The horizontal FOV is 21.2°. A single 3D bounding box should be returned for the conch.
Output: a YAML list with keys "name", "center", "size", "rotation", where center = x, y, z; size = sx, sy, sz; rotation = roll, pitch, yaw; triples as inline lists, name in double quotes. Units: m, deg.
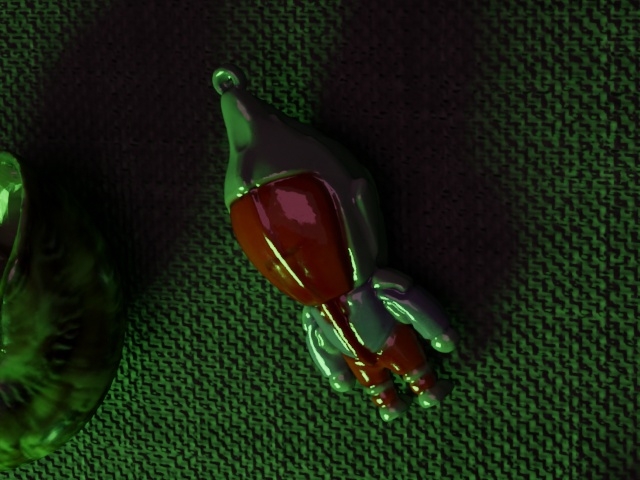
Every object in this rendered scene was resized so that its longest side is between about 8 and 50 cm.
- name: "conch"
  center: [-0.200, 0.051, 1.056]
  size: [0.181, 0.124, 0.187]
  rotation: [-12, 70, 37]

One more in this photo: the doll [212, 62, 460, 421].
- name: "doll"
  center: [0.000, 0.000, 0.970]
  size: [0.102, 0.075, 0.227]
  rotation: [-27, 97, 37]
